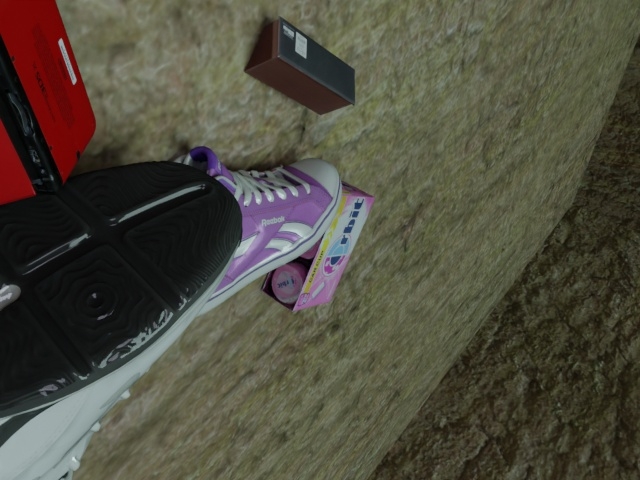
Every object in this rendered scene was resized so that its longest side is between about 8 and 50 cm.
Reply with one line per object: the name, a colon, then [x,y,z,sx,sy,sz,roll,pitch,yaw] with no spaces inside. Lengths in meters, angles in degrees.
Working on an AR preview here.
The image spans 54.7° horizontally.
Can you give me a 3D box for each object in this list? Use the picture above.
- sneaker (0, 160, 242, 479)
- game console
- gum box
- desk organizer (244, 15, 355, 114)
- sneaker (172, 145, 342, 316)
sneaker: [-0.241,0.133,0.521,0.447,0.169,0.257,-41,158,-19]
game console: [-0.230,-0.101,0.422,0.144,0.085,0.124,89,8,-47]
gum box: [0.000,0.000,0.888,0.107,0.062,0.188,-4,120,-60]
desk organizer: [-0.020,-0.185,0.674,0.130,0.050,0.047,18,67,-49]
sneaker: [-0.074,-0.047,0.667,0.282,0.102,0.161,-41,146,-34]
